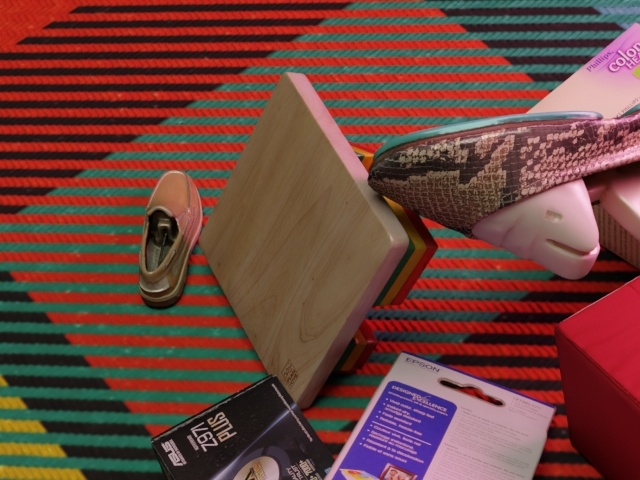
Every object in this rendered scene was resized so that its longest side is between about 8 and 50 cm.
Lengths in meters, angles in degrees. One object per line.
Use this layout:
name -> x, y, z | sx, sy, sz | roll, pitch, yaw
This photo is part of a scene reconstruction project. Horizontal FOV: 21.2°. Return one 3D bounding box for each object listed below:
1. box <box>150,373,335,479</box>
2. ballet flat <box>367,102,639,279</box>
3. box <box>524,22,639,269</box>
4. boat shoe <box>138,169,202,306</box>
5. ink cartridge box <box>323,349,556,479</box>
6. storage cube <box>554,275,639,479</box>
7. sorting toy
box -> -0.062, 0.245, 1.710 | 0.147, 0.077, 0.180 | -27, 51, -12
ballet flat -> 0.295, -0.061, 1.686 | 0.483, 0.164, 0.182 | -14, 75, -16
box -> 0.374, -0.094, 1.894 | 0.213, 0.117, 0.243 | -40, 55, -22
boat shoe -> -0.175, -0.017, 1.959 | 0.068, 0.072, 0.190 | -5, 49, 6
ink cartridge box -> 0.104, 0.232, 1.621 | 0.176, 0.069, 0.371 | 20, 29, 10
storage cube -> 0.358, 0.148, 1.632 | 0.184, 0.215, 0.193 | -31, 45, -15
sorting toy -> 0.000, 0.000, 1.817 | 0.089, 0.257, 0.255 | -2, 46, -36
